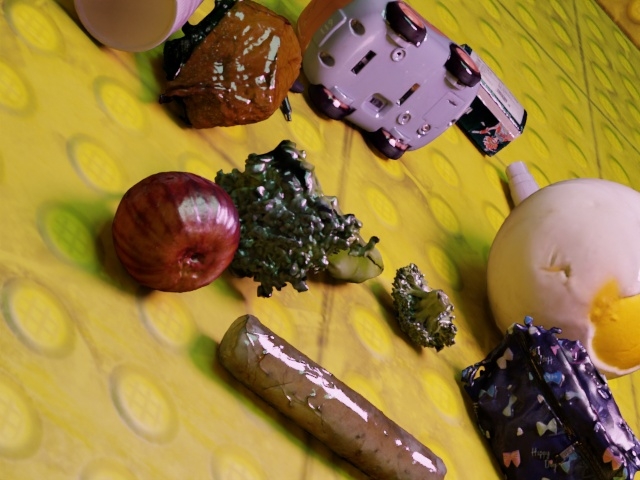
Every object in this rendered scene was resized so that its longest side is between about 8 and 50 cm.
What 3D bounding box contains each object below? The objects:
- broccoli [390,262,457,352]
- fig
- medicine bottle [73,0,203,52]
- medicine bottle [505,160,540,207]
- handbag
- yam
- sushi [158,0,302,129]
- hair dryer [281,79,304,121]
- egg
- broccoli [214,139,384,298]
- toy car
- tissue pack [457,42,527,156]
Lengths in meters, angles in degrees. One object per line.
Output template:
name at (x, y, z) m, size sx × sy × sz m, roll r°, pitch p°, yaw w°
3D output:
broccoli at (0.132, 0.081, 1.806) m, size 0.095 × 0.092 × 0.097 m, roll 25°, pitch 54°, yaw -24°
fig at (-0.139, -0.015, 1.439) m, size 0.128 × 0.128 × 0.150 m, roll 47°, pitch 21°, yaw -13°
medicine bottle at (-0.191, -0.319, 1.710) m, size 0.133 × 0.133 × 0.250 m, roll 47°, pitch 27°, yaw -14°
medicine bottle at (0.352, -0.027, 2.351) m, size 0.092 × 0.061 × 0.221 m, roll 60°, pitch 11°, yaw -53°
handbag at (0.293, 0.230, 1.808) m, size 0.113 × 0.162 × 0.260 m, roll 12°, pitch 45°, yaw -53°
yam at (0.018, 0.183, 1.514) m, size 0.317 × 0.067 × 0.071 m, roll 39°, pitch 43°, yaw -25°
sushi at (-0.104, -0.226, 1.748) m, size 0.287 × 0.140 × 0.149 m, roll -69°, pitch 157°, yaw -60°
hair dryer at (-0.043, -0.190, 1.930) m, size 0.079 × 0.031 × 0.083 m, roll 29°, pitch 48°, yaw -56°
egg at (0.379, 0.057, 2.034) m, size 0.283 × 0.283 × 0.345 m, roll 62°, pitch 16°, yaw 18°
broccoli at (-0.007, 0.000, 1.656) m, size 0.165 × 0.145 × 0.304 m, roll 54°, pitch 13°, yaw 24°
toy car at (0.086, -0.265, 2.071) m, size 0.270 × 0.180 × 0.212 m, roll 30°, pitch 24°, yaw -38°
tissue pack at (0.259, -0.235, 2.406) m, size 0.170 × 0.090 × 0.103 m, roll 49°, pitch 26°, yaw -13°
